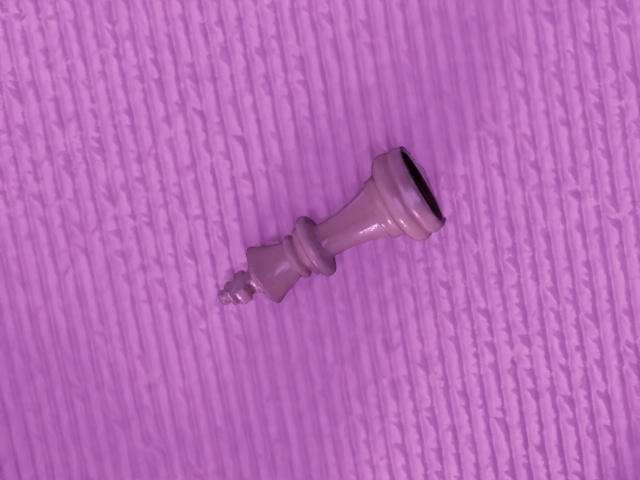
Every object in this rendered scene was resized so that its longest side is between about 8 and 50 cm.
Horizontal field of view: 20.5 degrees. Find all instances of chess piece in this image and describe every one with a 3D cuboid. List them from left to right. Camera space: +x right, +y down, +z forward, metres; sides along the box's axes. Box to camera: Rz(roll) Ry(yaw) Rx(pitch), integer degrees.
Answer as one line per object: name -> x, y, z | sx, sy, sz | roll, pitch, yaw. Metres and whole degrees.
chess piece -> 0.000, 0.000, 1.084 | 0.149, 0.059, 0.059 | -28, 100, 15
